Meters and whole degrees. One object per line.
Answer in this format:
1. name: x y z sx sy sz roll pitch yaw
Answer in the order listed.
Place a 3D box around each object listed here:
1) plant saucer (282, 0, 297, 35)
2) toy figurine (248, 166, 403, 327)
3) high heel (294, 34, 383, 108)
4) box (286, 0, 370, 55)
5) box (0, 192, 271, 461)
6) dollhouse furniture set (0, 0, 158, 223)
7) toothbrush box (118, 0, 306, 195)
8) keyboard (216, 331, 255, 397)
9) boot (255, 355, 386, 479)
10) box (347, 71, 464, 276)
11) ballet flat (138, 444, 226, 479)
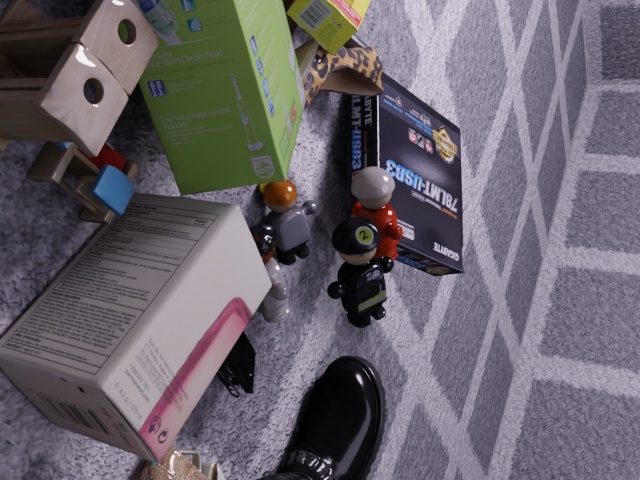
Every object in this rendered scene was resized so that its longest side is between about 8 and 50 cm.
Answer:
1. plant saucer: -0.075 -0.341 0.896 0.168 0.029 0.168 -18 111 -58
2. toy figurine: 0.000 0.000 0.911 0.213 0.209 0.148 -68 153 -51
3. high heel: 0.021 -0.214 0.992 0.186 0.093 0.261 43 49 -34
4. box: 0.026 -0.355 0.957 0.087 0.058 0.232 40 40 -18
5. box: -0.176 0.076 0.687 0.232 0.148 0.127 -58 143 -37
6. dollhouse furniture set: -0.201 -0.113 0.618 0.184 0.129 0.129 52 52 -51
7. toothbrush box: -0.110 -0.222 0.702 0.206 0.122 0.283 -82 163 -53
8. keyboard: -0.133 0.125 0.863 0.100 0.038 0.192 -90 162 -48
9. boot: -0.018 0.343 1.050 0.260 0.131 0.348 27 73 -60
10. box: 0.157 -0.108 1.205 0.295 0.073 0.293 22 63 -48
11. ballet flat: -0.154 0.309 0.868 0.206 0.073 0.067 60 31 -52
